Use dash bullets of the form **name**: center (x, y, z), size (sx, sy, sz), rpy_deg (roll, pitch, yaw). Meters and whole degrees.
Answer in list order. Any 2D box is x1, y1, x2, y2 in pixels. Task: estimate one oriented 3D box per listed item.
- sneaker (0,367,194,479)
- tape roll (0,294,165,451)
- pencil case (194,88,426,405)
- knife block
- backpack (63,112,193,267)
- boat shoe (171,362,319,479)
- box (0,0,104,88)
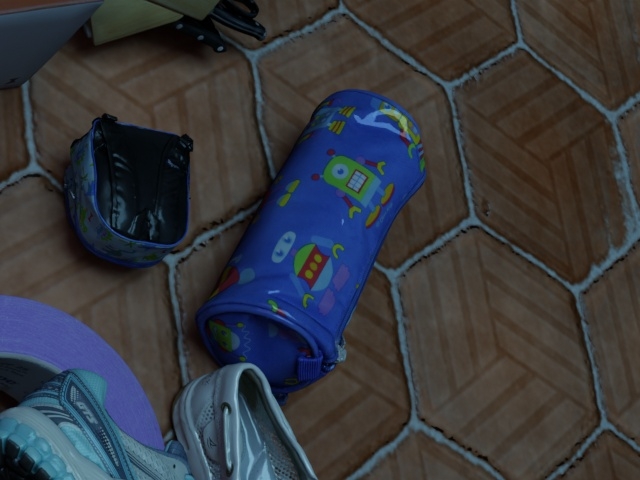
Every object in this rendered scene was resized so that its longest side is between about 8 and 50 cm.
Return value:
- **sneaker**: center (-0.117, 0.209, 1.162), size (0.283, 0.110, 0.122), rpy_deg (53, 47, -15)
- **tape roll**: center (-0.249, 0.182, 1.190), size (0.275, 0.090, 0.275), rpy_deg (13, 68, -36)
- **pencil case**: center (0.000, 0.000, 1.469), size (0.133, 0.119, 0.306), rpy_deg (24, 52, 3)
- **knife block**: center (-0.112, -0.280, 1.443), size (0.242, 0.276, 0.088), rpy_deg (-21, 57, -15)
- **backpack**: center (-0.165, -0.034, 1.386), size (0.105, 0.084, 0.114), rpy_deg (13, 56, -31)
- **boat shoe**: center (-0.035, 0.233, 1.346), size (0.098, 0.096, 0.277), rpy_deg (-20, 82, -42)
- **box**: center (-0.359, -0.295, 1.311), size (0.215, 0.168, 0.345), rpy_deg (-17, 80, -41)
